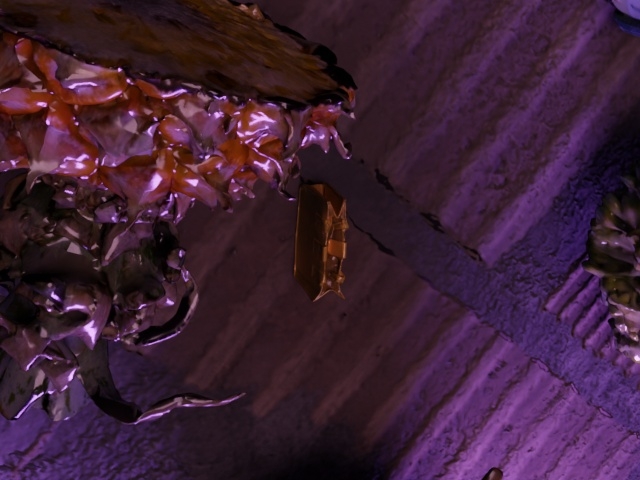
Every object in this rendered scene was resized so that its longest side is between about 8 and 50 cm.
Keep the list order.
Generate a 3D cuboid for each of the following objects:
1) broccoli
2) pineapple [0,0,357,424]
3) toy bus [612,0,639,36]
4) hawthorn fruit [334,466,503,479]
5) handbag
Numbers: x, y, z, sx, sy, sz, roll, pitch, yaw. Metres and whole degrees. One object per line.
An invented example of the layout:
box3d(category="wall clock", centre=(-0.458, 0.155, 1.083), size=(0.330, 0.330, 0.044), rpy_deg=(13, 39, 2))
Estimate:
box3d(category="broccoli", centre=(0.370, 0.043, 0.660), size=(0.288, 0.246, 0.248), rpy_deg=(12, 114, -19))
box3d(category="pineapple", centre=(-0.139, -0.019, 0.470), size=(0.262, 0.262, 0.272), rpy_deg=(12, 118, -25))
box3d(category="toy bus", centre=(0.324, -0.299, 0.577), size=(0.164, 0.133, 0.276), rpy_deg=(40, 90, -29))
box3d(category="hawthorn fruit", centre=(0.055, 0.326, 0.637), size=(0.287, 0.287, 0.330), rpy_deg=(35, 88, -28))
box3d(category="handbag", centre=(0.000, 0.000, 0.601), size=(0.027, 0.061, 0.083), rpy_deg=(-3, 111, -18))
